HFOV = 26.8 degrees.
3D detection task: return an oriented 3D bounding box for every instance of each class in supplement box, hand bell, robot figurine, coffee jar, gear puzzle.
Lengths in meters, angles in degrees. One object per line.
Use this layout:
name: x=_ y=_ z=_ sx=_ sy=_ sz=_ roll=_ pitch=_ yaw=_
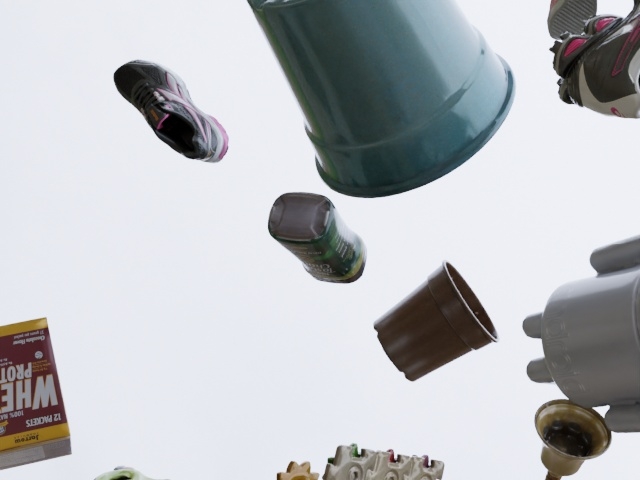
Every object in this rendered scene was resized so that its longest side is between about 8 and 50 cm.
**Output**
supplement box: x=-0.470 y=0.243 z=2.101 sx=0.194 sy=0.129 sz=0.191 roll=121 pitch=-43 yaw=-71
hand bell: x=0.378 y=0.385 z=2.189 sx=0.126 sy=0.126 sz=0.242 roll=35 pitch=-46 yaw=25
robot figurine: x=0.474 y=0.141 z=2.015 sx=0.353 sy=0.200 sz=0.300 roll=-17 pitch=-106 yaw=42
coffee jar: x=0.000 y=0.000 z=1.918 sx=0.096 sy=0.079 sz=0.184 roll=6 pitch=-19 yaw=24
gear puzzle: x=0.041 y=0.364 z=1.837 sx=0.044 sy=0.339 sz=0.175 roll=7 pitch=-97 yaw=43

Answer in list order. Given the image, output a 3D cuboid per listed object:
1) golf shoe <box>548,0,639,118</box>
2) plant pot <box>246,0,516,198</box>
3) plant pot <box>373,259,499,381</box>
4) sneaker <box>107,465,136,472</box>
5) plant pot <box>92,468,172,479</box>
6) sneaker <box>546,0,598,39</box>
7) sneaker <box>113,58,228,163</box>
golf shoe: x=0.364 y=-0.224 z=1.381 sx=0.120 sy=0.273 sz=0.105 roll=37 pitch=-12 yaw=42
plant pot: x=0.073 y=-0.300 z=1.997 sx=0.341 sy=0.341 sz=0.334 roll=13 pitch=-35 yaw=46
plant pot: x=0.190 y=0.145 z=2.280 sx=0.167 sy=0.165 sz=0.167 roll=52 pitch=13 yaw=-17
sneaker: x=-0.226 y=0.431 z=2.014 sx=0.097 sy=0.135 sz=0.276 roll=-102 pitch=170 yaw=-59
plant pot: x=-0.263 y=0.457 z=1.795 sx=0.276 sy=0.276 sz=0.254 roll=32 pitch=-70 yaw=30
sneaker: x=0.279 y=-0.285 z=1.482 sx=0.051 sy=0.070 sz=0.134 roll=0 pitch=-33 yaw=-3
sneaker: x=-0.196 y=-0.166 z=1.700 sx=0.178 sy=0.077 sz=0.072 roll=38 pitch=-71 yaw=13
